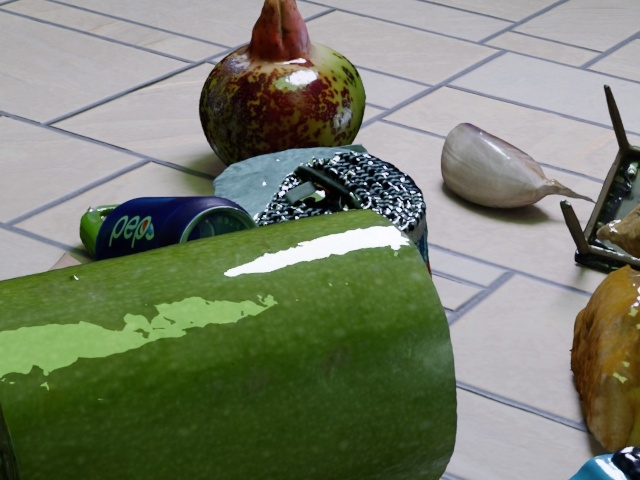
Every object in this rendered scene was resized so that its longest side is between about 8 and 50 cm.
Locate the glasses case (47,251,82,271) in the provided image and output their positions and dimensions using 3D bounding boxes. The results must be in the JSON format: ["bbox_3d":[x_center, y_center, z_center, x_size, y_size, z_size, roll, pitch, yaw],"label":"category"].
[{"bbox_3d":[-0.254,0.095,1.615,0.102,0.070,0.193,35,25,-1],"label":"glasses case"}]

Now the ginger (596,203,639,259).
[{"bbox_3d":[0.413,0.006,1.670,0.270,0.218,0.123,14,48,45],"label":"ginger"}]

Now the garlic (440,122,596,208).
[{"bbox_3d":[0.231,-0.087,2.072,0.129,0.090,0.198,2,17,-38],"label":"garlic"}]

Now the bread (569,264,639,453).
[{"bbox_3d":[0.316,0.099,1.610,0.129,0.134,0.260,6,24,0],"label":"bread"}]

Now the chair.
[{"bbox_3d":[0.394,-0.031,1.903,0.188,0.166,0.272,17,-15,24],"label":"chair"}]

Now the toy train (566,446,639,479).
[{"bbox_3d":[0.274,0.261,1.083,0.300,0.265,0.188,-3,22,-21],"label":"toy train"}]

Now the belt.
[{"bbox_3d":[0.000,0.000,1.759,0.207,0.150,0.257,-22,34,-29],"label":"belt"}]

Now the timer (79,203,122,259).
[{"bbox_3d":[-0.194,0.001,1.840,0.128,0.047,0.140,-5,26,-24],"label":"timer"}]

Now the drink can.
[{"bbox_3d":[-0.140,0.013,1.668,0.118,0.118,0.205,-9,4,-28],"label":"drink can"}]

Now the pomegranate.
[{"bbox_3d":[-0.046,-0.191,2.052,0.214,0.247,0.214,1,30,-1],"label":"pomegranate"}]

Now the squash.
[{"bbox_3d":[-0.117,0.131,1.312,0.384,0.263,0.263,-11,29,-29],"label":"squash"}]
